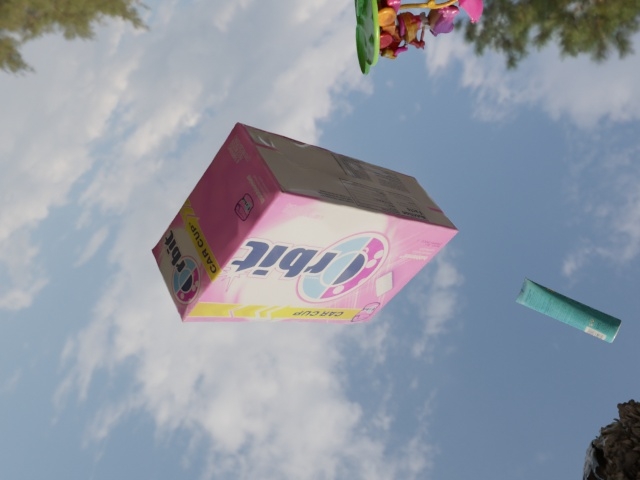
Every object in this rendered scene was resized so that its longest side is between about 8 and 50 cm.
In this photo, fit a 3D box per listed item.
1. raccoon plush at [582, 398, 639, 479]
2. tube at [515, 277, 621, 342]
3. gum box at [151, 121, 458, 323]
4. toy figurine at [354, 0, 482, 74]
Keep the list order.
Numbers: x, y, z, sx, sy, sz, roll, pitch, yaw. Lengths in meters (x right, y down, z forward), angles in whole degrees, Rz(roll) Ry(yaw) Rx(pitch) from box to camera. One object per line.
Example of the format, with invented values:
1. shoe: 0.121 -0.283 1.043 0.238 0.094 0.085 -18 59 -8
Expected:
1. raccoon plush: 0.458 0.245 0.560 0.446 0.216 0.299 -52 -175 5
2. tube: 0.525 0.149 1.244 0.207 0.080 0.052 25 -137 23
3. gum box: 0.000 0.000 0.399 0.107 0.188 0.062 -50 -126 27
4. toy figurine: 0.133 -0.298 0.780 0.159 0.173 0.130 -10 -109 -3
